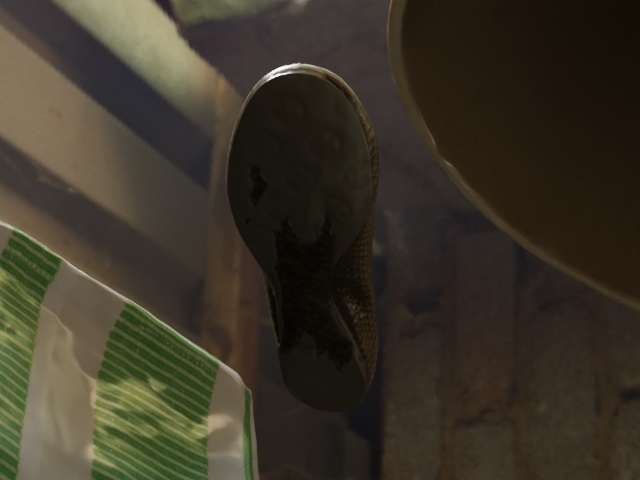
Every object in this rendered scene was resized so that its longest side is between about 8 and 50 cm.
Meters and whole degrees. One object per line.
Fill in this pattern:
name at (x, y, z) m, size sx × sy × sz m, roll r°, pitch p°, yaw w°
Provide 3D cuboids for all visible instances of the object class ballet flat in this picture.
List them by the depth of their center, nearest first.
ballet flat at (0.000, 0.000, 0.656) m, size 0.058 × 0.084 × 0.250 m, roll -71°, pitch -20°, yaw -45°

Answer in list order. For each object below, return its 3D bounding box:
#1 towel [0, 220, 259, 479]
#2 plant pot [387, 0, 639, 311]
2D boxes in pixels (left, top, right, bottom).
towel at (-0.143, 0.081, 0.592) m, size 0.325 × 0.038 × 0.248 m, roll 42°, pitch -160°, yaw -31°
plant pot at (0.202, -0.136, 0.457) m, size 0.274 × 0.256 × 0.256 m, roll -59°, pitch -44°, yaw -25°
